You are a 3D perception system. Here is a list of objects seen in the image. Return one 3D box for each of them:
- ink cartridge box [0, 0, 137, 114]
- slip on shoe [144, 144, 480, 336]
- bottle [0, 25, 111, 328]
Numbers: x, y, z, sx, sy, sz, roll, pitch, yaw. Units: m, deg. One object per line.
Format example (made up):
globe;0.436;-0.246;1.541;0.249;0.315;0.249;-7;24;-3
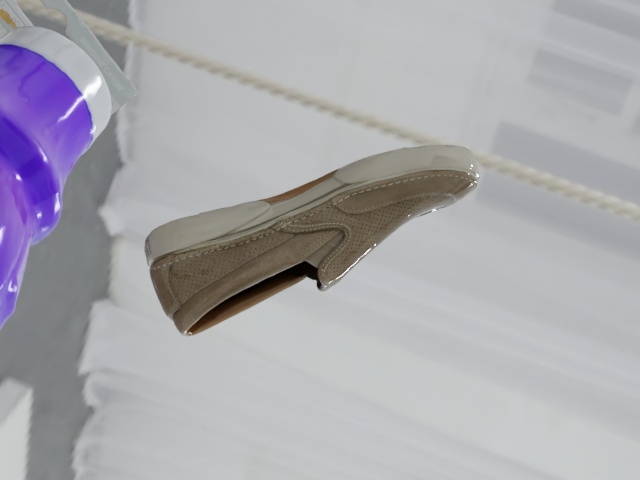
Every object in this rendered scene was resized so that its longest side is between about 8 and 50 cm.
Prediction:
ink cartridge box;-0.305;-0.124;1.031;0.232;0.189;0.066;-42;-162;-16
slip on shoe;0.000;0.000;0.475;0.051;0.135;0.041;93;-20;-71
bottle;-0.187;0.010;0.503;0.283;0.118;0.092;-58;174;-42
